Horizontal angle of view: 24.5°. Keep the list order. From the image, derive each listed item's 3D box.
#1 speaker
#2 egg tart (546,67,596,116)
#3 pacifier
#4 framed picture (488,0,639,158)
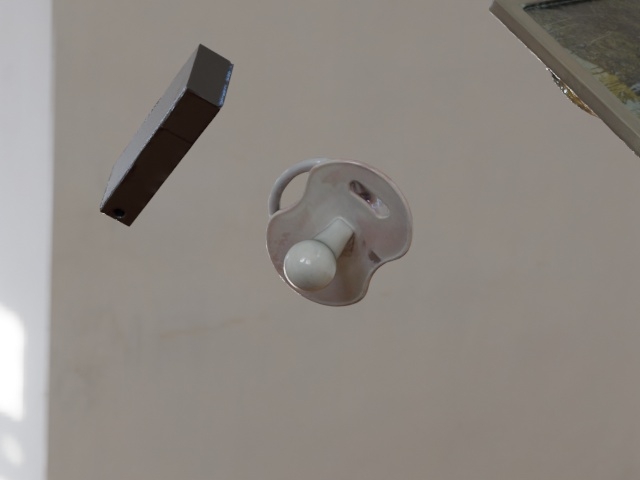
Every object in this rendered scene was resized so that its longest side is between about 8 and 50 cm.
[{"bbox_3d":[-0.170,-0.110,1.608,0.044,0.218,0.082,27,41,-17],"label":"speaker"},{"bbox_3d":[0.332,-0.230,1.496,0.234,0.234,0.094,11,6,24],"label":"egg tart"},{"bbox_3d":[0.000,0.000,0.813,0.081,0.099,0.078,40,37,-1],"label":"pacifier"},{"bbox_3d":[0.320,-0.120,1.205,0.240,0.020,0.324,-15,50,-30],"label":"framed picture"}]
